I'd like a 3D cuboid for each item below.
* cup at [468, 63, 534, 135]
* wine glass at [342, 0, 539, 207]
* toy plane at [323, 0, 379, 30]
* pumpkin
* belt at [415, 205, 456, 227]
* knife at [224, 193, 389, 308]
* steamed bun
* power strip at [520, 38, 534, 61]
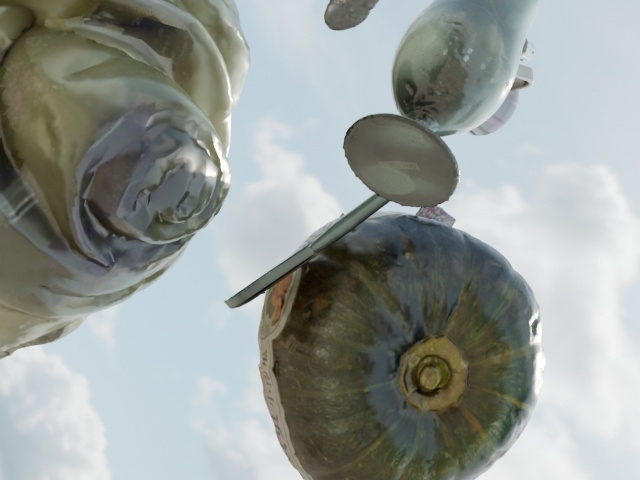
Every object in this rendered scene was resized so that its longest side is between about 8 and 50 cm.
[{"bbox_3d":[0.153,-0.158,1.193,0.104,0.116,0.074,-11,-110,33],"label":"cup"},{"bbox_3d":[0.096,-0.124,0.901,0.093,0.202,0.093,20,-37,16],"label":"wine glass"},{"bbox_3d":[0.078,-0.234,0.614,0.088,0.267,0.212,101,-31,-80],"label":"toy plane"},{"bbox_3d":[0.069,0.102,1.060,0.189,0.260,0.260,-170,-121,-77],"label":"pumpkin"},{"bbox_3d":[0.098,0.035,1.353,0.053,0.232,0.071,22,-55,7],"label":"belt"},{"bbox_3d":[0.000,0.001,0.967,0.015,0.210,0.028,49,20,-15],"label":"knife"},{"bbox_3d":[-0.184,-0.079,0.896,0.237,0.347,0.393,22,-77,49],"label":"steamed bun"},{"bbox_3d":[0.231,-0.248,1.534,0.076,0.169,0.028,13,-81,12],"label":"power strip"}]
